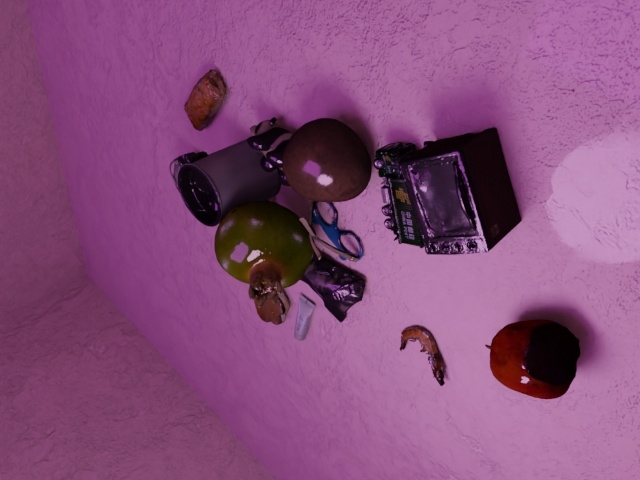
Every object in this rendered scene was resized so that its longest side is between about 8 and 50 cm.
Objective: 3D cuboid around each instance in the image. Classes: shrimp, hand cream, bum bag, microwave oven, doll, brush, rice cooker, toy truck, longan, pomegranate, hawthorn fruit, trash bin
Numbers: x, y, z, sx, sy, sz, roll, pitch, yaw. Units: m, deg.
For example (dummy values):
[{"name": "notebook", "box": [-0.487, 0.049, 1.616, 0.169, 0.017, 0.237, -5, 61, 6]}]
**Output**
[{"name": "shrimp", "box": [0.308, 0.355, 1.621, 0.148, 0.035, 0.195, -17, 96, 50]}, {"name": "hand cream", "box": [-0.065, 0.297, 1.999, 0.078, 0.050, 0.204, 37, 134, 29]}, {"name": "bum bag", "box": [0.003, 0.116, 1.749, 0.341, 0.095, 0.143, 31, 118, 27]}, {"name": "microwave oven", "box": [0.305, -0.104, 1.175, 0.178, 0.188, 0.247, -4, 113, 50]}, {"name": "doll", "box": [-0.125, -0.273, 1.588, 0.234, 0.135, 0.143, 36, 163, 30]}, {"name": "brush", "box": [0.019, 0.210, 1.865, 0.193, 0.016, 0.062, 44, 140, 17]}, {"name": "rice cooker", "box": [-0.487, -0.230, 2.019, 0.206, 0.145, 0.127, 57, 153, 6]}, {"name": "toy truck", "box": [0.218, -0.118, 1.348, 0.121, 0.088, 0.258, 13, 126, 45]}, {"name": "longan", "box": [0.011, -0.207, 1.416, 0.246, 0.215, 0.245, 41, 144, 39]}, {"name": "pomegranate", "box": [-0.153, 0.020, 1.583, 0.216, 0.310, 0.358, -56, 26, 30]}, {"name": "hawthorn fruit", "box": [0.485, 0.276, 1.248, 0.251, 0.190, 0.189, -11, 107, 55]}, {"name": "trash bin", "box": [-0.297, -0.192, 1.729, 0.217, 0.263, 0.277, 2, 117, 48]}]

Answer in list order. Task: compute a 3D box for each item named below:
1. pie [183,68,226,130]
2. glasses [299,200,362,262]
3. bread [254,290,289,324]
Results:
[{"name": "pie", "box": [-0.408, -0.477, 1.817, 0.128, 0.068, 0.282, 60, 147, -2]}, {"name": "glasses", "box": [0.028, -0.022, 1.585, 0.102, 0.207, 0.239, -39, 86, 17]}, {"name": "bread", "box": [-0.195, 0.224, 2.083, 0.207, 0.056, 0.286, 31, 136, 36]}]
